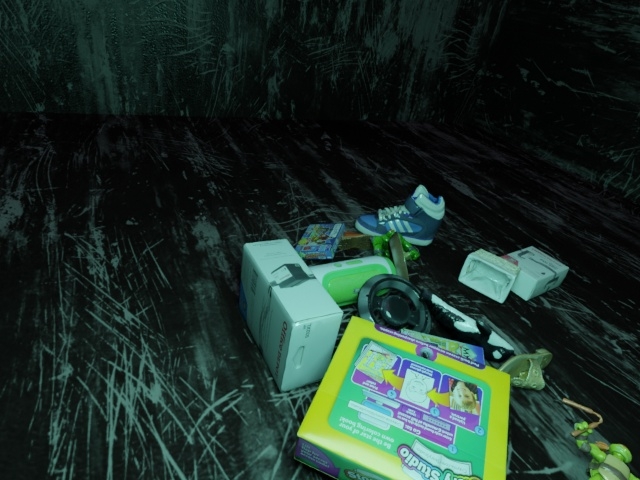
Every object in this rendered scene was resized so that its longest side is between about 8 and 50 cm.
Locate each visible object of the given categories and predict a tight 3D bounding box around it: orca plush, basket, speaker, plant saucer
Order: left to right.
[{"bbox_3d":[0.077,0.123,1.258,0.297,0.131,0.131,-8,36,-28],"label":"speaker"},{"bbox_3d":[0.248,0.070,1.357,0.036,0.198,0.198,-11,31,5],"label":"plant saucer"},{"bbox_3d":[0.379,0.254,1.160,0.287,0.151,0.102,38,78,-3],"label":"orca plush"},{"bbox_3d":[0.581,0.116,1.445,0.167,0.113,0.103,31,33,31],"label":"basket"}]

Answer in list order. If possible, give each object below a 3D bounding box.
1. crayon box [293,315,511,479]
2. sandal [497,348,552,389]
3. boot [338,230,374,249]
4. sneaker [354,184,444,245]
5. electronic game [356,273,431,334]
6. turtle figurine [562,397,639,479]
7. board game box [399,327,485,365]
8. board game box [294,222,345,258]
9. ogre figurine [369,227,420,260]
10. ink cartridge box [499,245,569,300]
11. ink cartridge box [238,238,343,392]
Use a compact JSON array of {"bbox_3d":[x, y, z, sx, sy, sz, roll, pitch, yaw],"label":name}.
[{"bbox_3d":[0.176,0.350,0.849,0.363,0.106,0.313,19,41,13],"label":"crayon box"},{"bbox_3d":[0.547,0.342,1.086,0.240,0.088,0.079,-6,29,-34],"label":"sandal"},{"bbox_3d":[0.131,-0.009,1.567,0.158,0.059,0.084,0,28,-14],"label":"boot"},{"bbox_3d":[0.311,-0.120,1.624,0.323,0.236,0.130,12,31,2],"label":"sneaker"},{"bbox_3d":[0.208,0.198,1.186,0.229,0.048,0.229,11,56,-17],"label":"electronic game"},{"bbox_3d":[0.581,0.481,0.868,0.217,0.087,0.269,-31,65,-35],"label":"turtle figurine"},{"bbox_3d":[0.276,0.360,0.976,0.214,0.046,0.317,12,39,5],"label":"board game box"},{"bbox_3d":[0.000,0.000,1.487,0.136,0.035,0.201,-1,29,19],"label":"board game box"},{"bbox_3d":[0.255,0.026,1.516,0.197,0.097,0.118,-18,57,-16],"label":"ogre figurine"},{"bbox_3d":[0.752,0.113,1.519,0.218,0.092,0.158,-11,37,-34],"label":"ink cartridge box"},{"bbox_3d":[-0.089,0.172,1.041,0.129,0.223,0.307,-8,36,-28],"label":"ink cartridge box"}]
